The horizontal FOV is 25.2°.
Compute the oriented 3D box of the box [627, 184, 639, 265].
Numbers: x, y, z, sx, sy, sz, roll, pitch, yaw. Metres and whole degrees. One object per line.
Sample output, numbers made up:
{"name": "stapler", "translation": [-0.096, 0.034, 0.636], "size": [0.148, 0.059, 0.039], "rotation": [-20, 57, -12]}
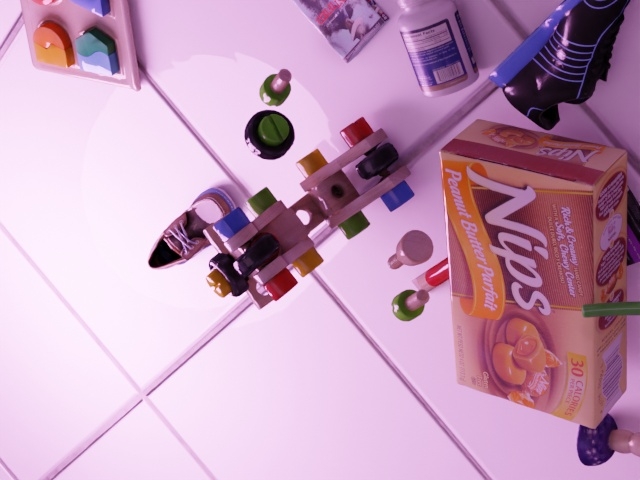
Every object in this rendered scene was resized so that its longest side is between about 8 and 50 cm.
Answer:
{"name": "box", "translation": [0.282, -0.014, 1.580], "size": [0.162, 0.029, 0.116], "rotation": [-24, 101, 45]}

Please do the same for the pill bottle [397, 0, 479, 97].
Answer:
{"name": "pill bottle", "translation": [0.123, -0.220, 1.544], "size": [0.067, 0.067, 0.120], "rotation": [-5, 114, 42]}

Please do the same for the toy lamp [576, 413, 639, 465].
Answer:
{"name": "toy lamp", "translation": [0.423, 0.240, 1.600], "size": [0.275, 0.080, 0.080], "rotation": [5, 121, 37]}

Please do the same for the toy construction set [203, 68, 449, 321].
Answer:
{"name": "toy construction set", "translation": [0.000, 0.000, 1.734], "size": [0.309, 0.257, 0.237], "rotation": [29, 156, -9]}

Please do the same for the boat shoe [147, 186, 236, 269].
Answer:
{"name": "boat shoe", "translation": [-0.177, -0.006, 1.943], "size": [0.066, 0.066, 0.183], "rotation": [48, 137, 3]}

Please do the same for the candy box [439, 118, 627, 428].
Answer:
{"name": "candy box", "translation": [0.237, 0.038, 1.567], "size": [0.183, 0.087, 0.316], "rotation": [15, 127, 32]}

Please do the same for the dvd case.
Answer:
{"name": "dvd case", "translation": [0.016, -0.272, 1.638], "size": [0.119, 0.013, 0.087], "rotation": [49, 137, 1]}

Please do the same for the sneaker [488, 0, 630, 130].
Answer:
{"name": "sneaker", "translation": [0.265, -0.198, 1.437], "size": [0.090, 0.081, 0.232], "rotation": [46, 144, 1]}

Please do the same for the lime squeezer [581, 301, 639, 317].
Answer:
{"name": "lime squeezer", "translation": [0.429, 0.103, 1.489], "size": [0.310, 0.059, 0.110], "rotation": [28, 132, -11]}

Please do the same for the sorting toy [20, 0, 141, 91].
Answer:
{"name": "sorting toy", "translation": [-0.331, -0.299, 1.894], "size": [0.208, 0.038, 0.193], "rotation": [17, 128, 31]}
